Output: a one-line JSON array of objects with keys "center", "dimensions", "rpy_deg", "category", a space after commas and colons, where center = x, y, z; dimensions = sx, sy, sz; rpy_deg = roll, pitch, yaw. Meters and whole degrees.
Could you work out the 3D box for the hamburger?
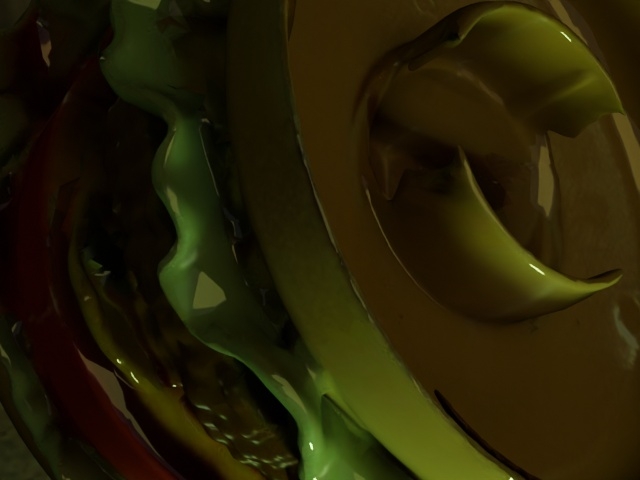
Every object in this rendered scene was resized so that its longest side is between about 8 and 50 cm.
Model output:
[{"center": [0.000, 0.000, 0.681], "dimensions": [0.274, 0.212, 0.274], "rpy_deg": [22, 57, -39], "category": "hamburger"}]
